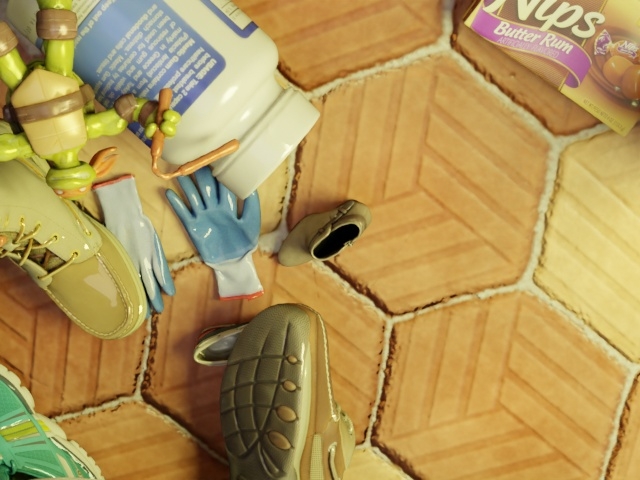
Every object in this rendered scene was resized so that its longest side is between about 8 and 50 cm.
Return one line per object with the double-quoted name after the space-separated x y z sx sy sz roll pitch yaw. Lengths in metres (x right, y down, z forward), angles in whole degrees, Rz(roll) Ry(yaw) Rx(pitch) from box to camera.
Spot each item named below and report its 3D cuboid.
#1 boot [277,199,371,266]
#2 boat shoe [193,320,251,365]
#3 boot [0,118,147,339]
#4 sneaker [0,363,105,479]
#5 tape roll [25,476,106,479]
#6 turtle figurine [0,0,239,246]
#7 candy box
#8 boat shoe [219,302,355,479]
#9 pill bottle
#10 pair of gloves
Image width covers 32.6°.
0.000 0.000 1.077 0.118 0.087 0.042 -40 102 17 "boot"
-0.066 0.103 1.142 0.137 0.043 0.049 -10 105 8 "boat shoe"
-0.281 0.003 1.031 0.095 0.203 0.262 -34 93 11 "boot"
-0.346 0.219 1.173 0.275 0.110 0.107 40 107 -7 "sneaker"
-0.203 0.384 1.146 0.391 0.072 0.392 7 136 7 "tape roll"
-0.215 -0.124 0.910 0.269 0.087 0.217 -13 111 -4 "turtle figurine"
0.237 -0.194 1.008 0.186 0.053 0.109 34 108 -7 "candy box"
-0.028 0.205 1.138 0.123 0.116 0.325 29 124 39 "boat shoe"
-0.136 -0.167 1.003 0.272 0.152 0.152 43 107 -8 "pill bottle"
-0.153 0.001 1.128 0.198 0.023 0.159 -10 107 8 "pair of gloves"
